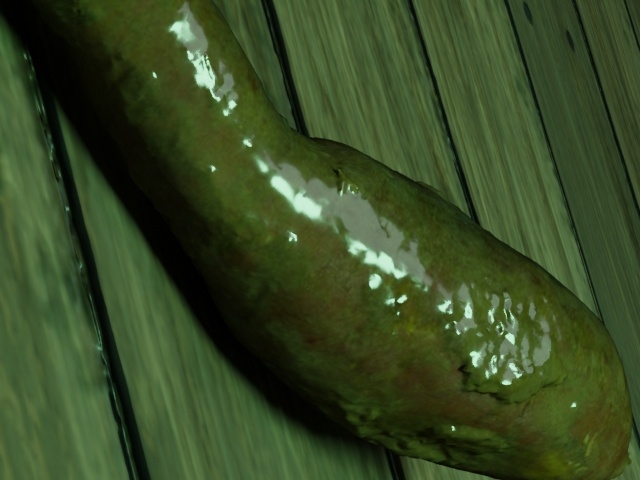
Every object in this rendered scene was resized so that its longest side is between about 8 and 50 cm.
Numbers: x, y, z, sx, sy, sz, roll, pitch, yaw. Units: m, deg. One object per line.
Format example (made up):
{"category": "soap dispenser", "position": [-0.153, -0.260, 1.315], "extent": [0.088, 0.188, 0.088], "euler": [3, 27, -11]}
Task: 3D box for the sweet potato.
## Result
{"category": "sweet potato", "position": [0.000, 0.000, 0.762], "extent": [0.385, 0.109, 0.109], "euler": [40, 34, -35]}
